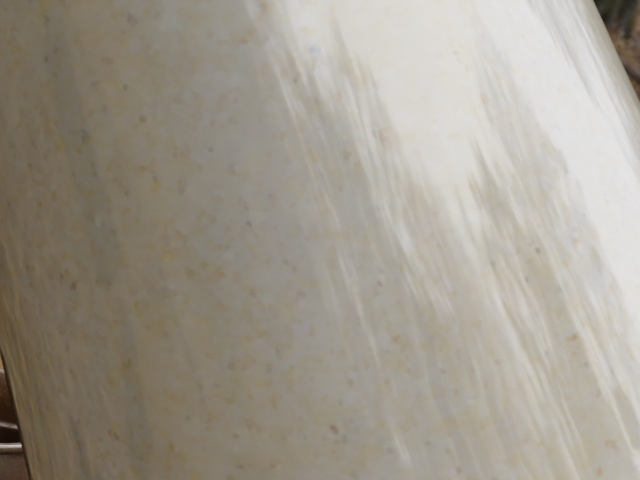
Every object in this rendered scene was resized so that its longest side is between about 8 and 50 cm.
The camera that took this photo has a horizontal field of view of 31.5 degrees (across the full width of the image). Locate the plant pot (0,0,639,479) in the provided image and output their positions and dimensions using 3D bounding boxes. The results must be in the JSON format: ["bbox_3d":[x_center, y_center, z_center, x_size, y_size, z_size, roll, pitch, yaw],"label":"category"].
[{"bbox_3d":[0.000,0.000,0.436,0.306,0.333,0.334,71,23,-8],"label":"plant pot"}]

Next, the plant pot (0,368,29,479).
[{"bbox_3d":[-0.250,0.191,0.805,0.167,0.165,0.167,10,9,-2],"label":"plant pot"}]
